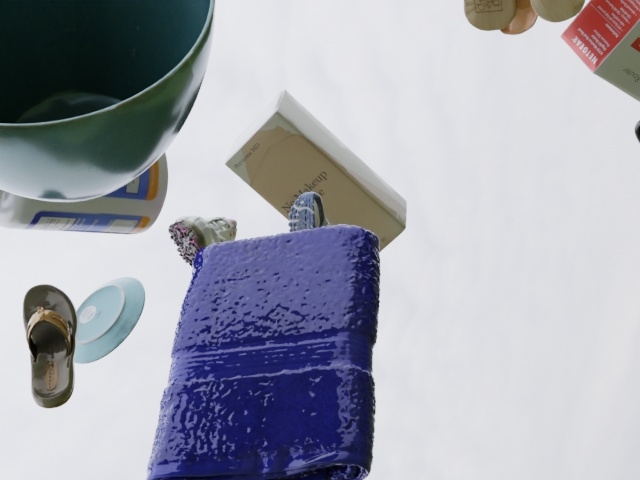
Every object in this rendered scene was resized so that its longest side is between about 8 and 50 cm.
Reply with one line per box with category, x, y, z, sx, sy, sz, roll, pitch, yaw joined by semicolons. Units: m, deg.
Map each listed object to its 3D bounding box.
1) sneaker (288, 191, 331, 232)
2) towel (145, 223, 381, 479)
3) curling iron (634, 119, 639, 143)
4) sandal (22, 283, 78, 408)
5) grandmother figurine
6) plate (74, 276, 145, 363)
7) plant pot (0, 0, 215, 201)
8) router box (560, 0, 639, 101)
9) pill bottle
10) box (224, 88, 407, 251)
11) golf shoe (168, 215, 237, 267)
sneaker;0.000;0.000;1.181;0.058;0.052;0.135;-23;-57;-32
towel;-0.047;0.125;1.025;0.076;0.227;0.308;68;-159;-45
curling iron;0.117;-0.047;0.245;0.035;0.068;0.274;-42;-11;5
sandal;-0.352;0.128;1.269;0.049;0.072;0.180;77;180;-56
grandmother figurine;0.241;-0.338;1.111;0.342;0.207;0.104;-59;-32;-50
plate;-0.399;0.138;1.787;0.024;0.188;0.188;48;-114;-39
plant pot;-0.237;-0.146;0.896;0.290;0.290;0.195;-49;-21;-30
router box;0.484;-0.257;1.085;0.335;0.082;0.301;21;-60;-35
pill bottle;-0.351;-0.088;1.288;0.272;0.152;0.152;3;-74;-38
box;-0.004;-0.101;1.743;0.148;0.311;0.121;-44;15;23
golf shoe;-0.153;-0.009;1.317;0.086;0.067;0.186;-43;-6;-10
